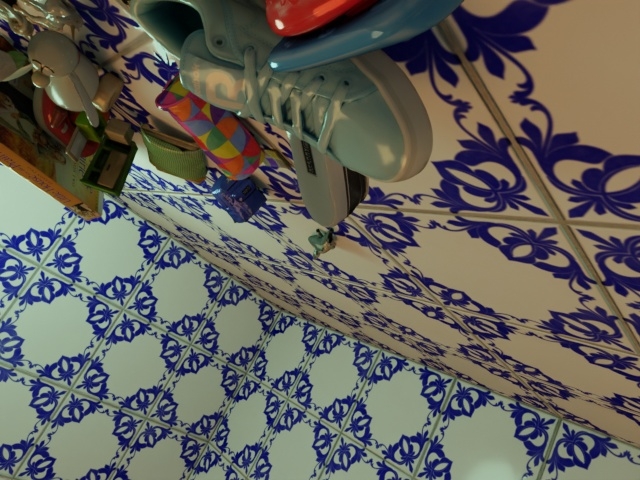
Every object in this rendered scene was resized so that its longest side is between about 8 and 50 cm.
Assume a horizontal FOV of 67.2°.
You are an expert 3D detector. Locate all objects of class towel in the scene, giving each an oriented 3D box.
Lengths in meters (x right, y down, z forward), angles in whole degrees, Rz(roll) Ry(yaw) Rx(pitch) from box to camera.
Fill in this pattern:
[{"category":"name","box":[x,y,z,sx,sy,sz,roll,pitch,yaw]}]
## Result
[{"category":"towel","box":[-0.104,-0.172,1.010,0.083,0.009,0.060,16,161,38]}]

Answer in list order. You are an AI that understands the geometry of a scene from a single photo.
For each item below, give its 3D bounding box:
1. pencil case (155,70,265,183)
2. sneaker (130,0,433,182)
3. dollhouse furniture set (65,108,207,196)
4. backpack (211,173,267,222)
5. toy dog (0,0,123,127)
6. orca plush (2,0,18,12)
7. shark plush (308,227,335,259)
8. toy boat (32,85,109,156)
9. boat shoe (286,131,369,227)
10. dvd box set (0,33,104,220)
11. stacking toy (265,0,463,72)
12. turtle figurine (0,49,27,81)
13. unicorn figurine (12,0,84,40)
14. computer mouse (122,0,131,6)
[{"category":"pencil case","box":[-0.201,-0.209,0.907,0.104,0.104,0.236,19,160,33]},{"category":"sneaker","box":[-0.059,-0.163,0.502,0.366,0.150,0.135,41,148,22]},{"category":"dollhouse furniture set","box":[-0.453,-0.188,1.216,0.301,0.151,0.197,19,165,-3]},{"category":"backpack","box":[-0.200,-0.119,1.197,0.120,0.098,0.101,49,149,-21]},{"category":"toy dog","box":[-0.502,-0.293,0.915,0.220,0.161,0.333,28,-179,1]},{"category":"orca plush","box":[-0.705,-0.477,0.929,0.287,0.102,0.151,25,164,15]},{"category":"shark plush","box":[0.000,0.000,1.298,0.067,0.073,0.161,59,171,6]},{"category":"toy boat","box":[-0.627,-0.327,1.261,0.151,0.151,0.231,-6,157,9]},{"category":"boat shoe","box":[0.023,-0.158,0.651,0.113,0.105,0.306,30,144,40]},{"category":"dvd box set","box":[-0.731,-0.279,1.288,0.062,0.308,0.420,-14,153,8]},{"category":"stacking toy","box":[-0.021,-0.279,0.312,0.165,0.175,0.302,12,146,51]},{"category":"turtle figurine","box":[-0.531,-0.378,0.670,0.197,0.275,0.266,-12,144,6]},{"category":"unicorn figurine","box":[-0.483,-0.408,0.860,0.111,0.060,0.162,27,-178,-30]},{"category":"computer mouse","box":[-0.341,-0.397,0.665,0.193,0.042,0.106,23,169,0]}]
